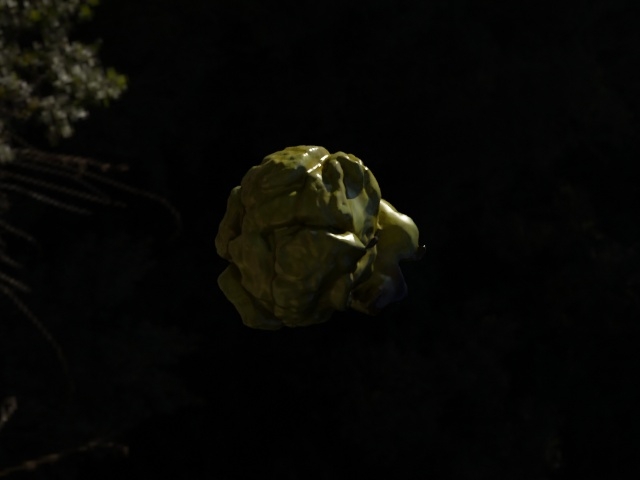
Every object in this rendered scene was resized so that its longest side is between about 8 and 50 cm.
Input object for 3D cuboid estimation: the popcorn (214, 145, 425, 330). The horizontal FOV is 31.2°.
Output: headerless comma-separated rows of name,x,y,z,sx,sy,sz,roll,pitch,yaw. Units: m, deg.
popcorn,0.001,-0.009,1.031,0.195,0.174,0.168,-11,121,-44
